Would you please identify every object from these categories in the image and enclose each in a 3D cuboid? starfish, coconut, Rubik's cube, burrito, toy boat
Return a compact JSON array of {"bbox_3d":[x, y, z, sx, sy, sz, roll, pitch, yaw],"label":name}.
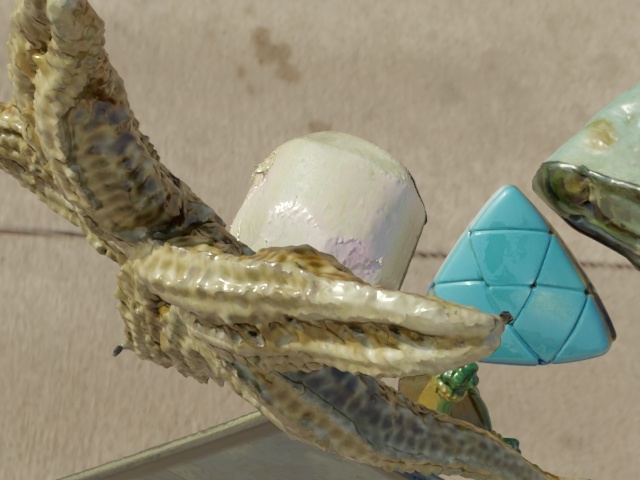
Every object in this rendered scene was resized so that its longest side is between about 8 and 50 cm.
[{"bbox_3d":[-0.037,-0.002,0.440,0.277,0.236,0.062,40,72,11],"label":"starfish"},{"bbox_3d":[0.000,0.000,1.313,0.171,0.171,0.183,27,69,4],"label":"coconut"},{"bbox_3d":[0.212,0.049,1.827,0.254,0.254,0.254,7,55,-10],"label":"Rubik's cube"},{"bbox_3d":[0.242,-0.078,0.846,0.144,0.089,0.229,30,64,23],"label":"burrito"},{"bbox_3d":[0.130,0.161,1.373,0.088,0.229,0.089,7,66,24],"label":"toy boat"}]

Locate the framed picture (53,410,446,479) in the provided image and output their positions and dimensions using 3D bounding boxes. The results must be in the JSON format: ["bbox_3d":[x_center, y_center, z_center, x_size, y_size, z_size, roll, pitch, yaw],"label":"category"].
[{"bbox_3d":[-0.013,0.199,0.979,0.265,0.347,0.016,33,56,-25],"label":"framed picture"}]
